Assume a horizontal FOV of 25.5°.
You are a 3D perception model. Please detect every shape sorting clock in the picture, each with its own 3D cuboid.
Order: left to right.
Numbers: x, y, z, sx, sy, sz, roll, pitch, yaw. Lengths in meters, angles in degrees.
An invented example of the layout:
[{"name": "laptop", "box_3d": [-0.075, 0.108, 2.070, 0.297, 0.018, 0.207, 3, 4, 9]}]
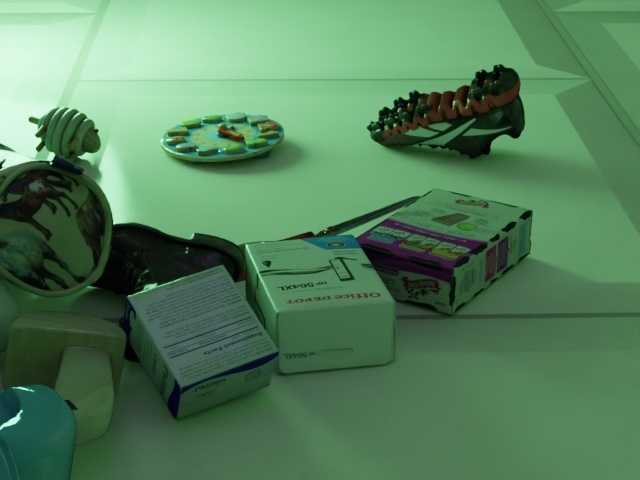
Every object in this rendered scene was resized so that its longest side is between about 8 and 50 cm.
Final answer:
[{"name": "shape sorting clock", "box_3d": [-0.163, -0.175, 2.349, 0.206, 0.040, 0.206, 0, 24, 0]}]

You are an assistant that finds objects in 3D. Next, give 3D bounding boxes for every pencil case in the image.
[{"name": "pencil case", "box_3d": [-0.398, -0.043, 1.798, 0.160, 0.183, 0.410, -42, 23, -15]}]

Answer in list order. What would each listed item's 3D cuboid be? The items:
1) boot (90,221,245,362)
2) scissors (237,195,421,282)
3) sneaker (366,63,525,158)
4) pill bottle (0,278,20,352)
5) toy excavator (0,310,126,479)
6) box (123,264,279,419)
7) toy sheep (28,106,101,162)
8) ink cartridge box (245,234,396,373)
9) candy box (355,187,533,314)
[{"name": "boot", "box_3d": [-0.220, 0.070, 1.743, 0.263, 0.091, 0.229, 0, 29, 10]}, {"name": "scissors", "box_3d": [0.000, 0.000, 1.899, 0.297, 0.021, 0.109, -15, 18, 1]}, {"name": "sneaker", "box_3d": [0.213, -0.188, 2.323, 0.276, 0.135, 0.097, -15, 30, 26]}, {"name": "pill bottle", "box_3d": [-0.453, 0.116, 1.587, 0.121, 0.121, 0.221, 18, 29, 35]}, {"name": "toy excavator", "box_3d": [-0.317, 0.199, 1.356, 0.445, 0.222, 0.433, -1, 19, -38]}, {"name": "box", "box_3d": [-0.136, 0.113, 1.587, 0.126, 0.072, 0.137, -19, 57, -27]}, {"name": "toy sheep", "box_3d": [-0.416, -0.175, 2.294, 0.132, 0.091, 0.091, 24, 28, 7]}, {"name": "ink cartridge box", "box_3d": [-0.003, 0.074, 1.733, 0.148, 0.086, 0.203, -5, 24, -13]}, {"name": "candy box", "box_3d": [0.164, 0.010, 1.899, 0.159, 0.071, 0.233, 15, 28, 31]}]
